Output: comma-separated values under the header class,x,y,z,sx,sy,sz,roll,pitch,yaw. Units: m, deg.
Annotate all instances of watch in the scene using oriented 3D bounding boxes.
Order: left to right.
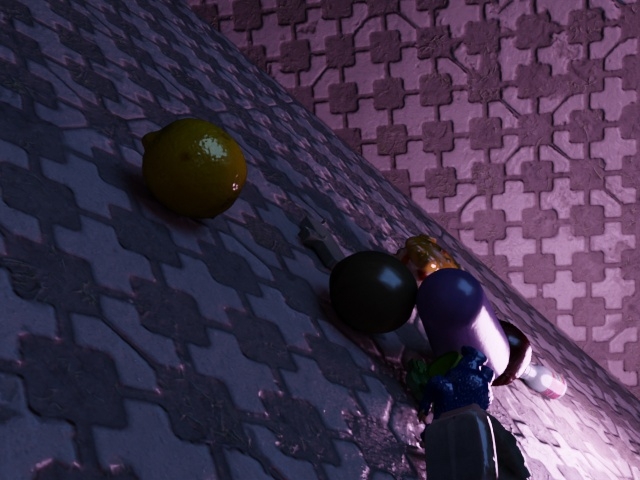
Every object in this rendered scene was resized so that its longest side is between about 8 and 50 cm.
class,x,y,z,sx,sy,sz,roll,pitch,yaw
watch,0.306,0.339,1.831,0.131,0.152,0.165,50,24,-5
watch,0.358,0.496,1.532,0.241,0.162,0.253,26,51,-34

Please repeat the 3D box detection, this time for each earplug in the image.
class,x,y,z,sx,sy,sz,roll,pitch,yaw
earplug,0.372,0.219,1.915,0.215,0.215,0.456,54,-2,35

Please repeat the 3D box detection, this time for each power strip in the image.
class,x,y,z,sx,sy,sz,roll,pitch,yaw
power strip,0.000,0.000,2.174,0.145,0.061,0.215,24,24,-45

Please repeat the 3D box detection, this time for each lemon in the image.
class,x,y,z,sx,sy,sz,roll,pitch,yaw
lemon,-0.299,-0.169,1.690,0.253,0.228,0.228,35,18,-30

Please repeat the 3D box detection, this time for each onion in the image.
class,x,y,z,sx,sy,sz,roll,pitch,yaw
onion,0.506,0.323,2.214,0.281,0.221,0.281,47,-12,13

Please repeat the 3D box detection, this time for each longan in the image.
class,x,y,z,sx,sy,sz,roll,pitch,yaw
longan,0.129,0.131,1.883,0.248,0.248,0.248,36,18,-14

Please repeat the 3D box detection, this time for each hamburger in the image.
class,x,y,z,sx,sy,sz,roll,pitch,yaw
hamburger,0.363,0.094,2.500,0.303,0.186,0.261,14,31,-50

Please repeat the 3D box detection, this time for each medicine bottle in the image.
class,x,y,z,sx,sy,sz,roll,pitch,yaw
medicine bottle,0.776,0.488,2.561,0.217,0.090,0.090,31,20,-28

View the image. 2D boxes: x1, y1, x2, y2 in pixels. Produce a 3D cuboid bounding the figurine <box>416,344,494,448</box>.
class,x,y,z,sx,sy,sz,roll,pitch,yaw
figurine,0.318,0.374,1.662,0.164,0.262,0.121,37,-22,-22
